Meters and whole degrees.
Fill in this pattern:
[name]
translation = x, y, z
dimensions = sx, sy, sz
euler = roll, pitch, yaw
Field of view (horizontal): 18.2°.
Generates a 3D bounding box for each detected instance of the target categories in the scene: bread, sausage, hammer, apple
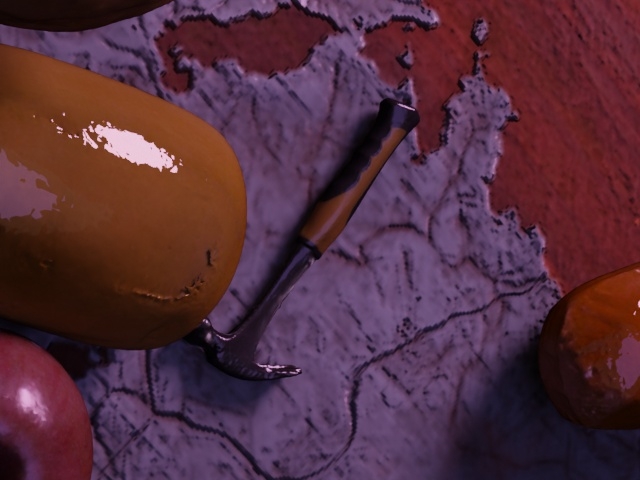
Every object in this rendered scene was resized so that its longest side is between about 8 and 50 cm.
[bread]
translation = -0.137, -0.021, 1.087
dimensions = 0.217, 0.098, 0.147
euler = 16, 85, -35
[sausage]
translation = 0.263, 0.052, 1.310
dimensions = 0.274, 0.105, 0.105
euler = -15, 102, -26
[hammer]
translation = 0.000, 0.000, 1.210
dimensions = 0.078, 0.021, 0.201
euler = 41, 77, -25
[apple]
translation = -0.194, 0.118, 1.064
dimensions = 0.153, 0.120, 0.153
euler = -3, 97, -26

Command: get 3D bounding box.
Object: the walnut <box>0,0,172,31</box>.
[walnut]
translation = -0.174, -0.262, 0.948
dimensions = 0.344, 0.306, 0.306
euler = 10, 91, -21
